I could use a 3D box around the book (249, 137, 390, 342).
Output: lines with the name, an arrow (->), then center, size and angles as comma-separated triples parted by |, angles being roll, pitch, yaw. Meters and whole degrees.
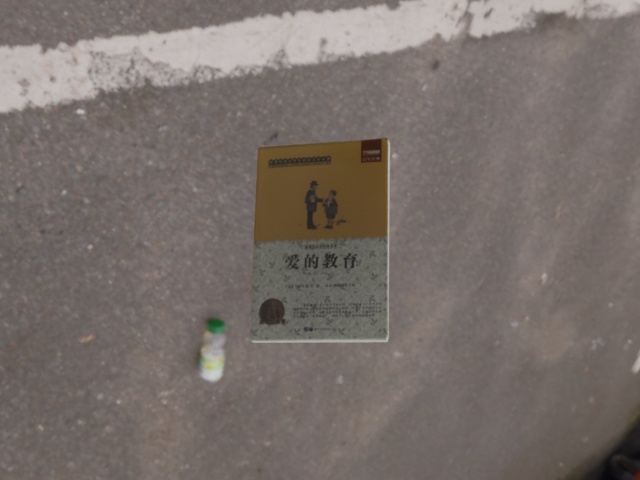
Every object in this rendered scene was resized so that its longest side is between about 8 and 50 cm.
book -> 0.000, 0.000, 0.724 | 0.012, 0.118, 0.172 | 45, 44, -70
